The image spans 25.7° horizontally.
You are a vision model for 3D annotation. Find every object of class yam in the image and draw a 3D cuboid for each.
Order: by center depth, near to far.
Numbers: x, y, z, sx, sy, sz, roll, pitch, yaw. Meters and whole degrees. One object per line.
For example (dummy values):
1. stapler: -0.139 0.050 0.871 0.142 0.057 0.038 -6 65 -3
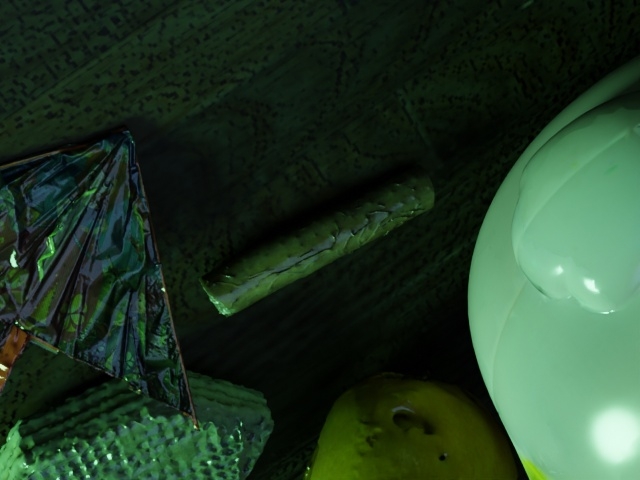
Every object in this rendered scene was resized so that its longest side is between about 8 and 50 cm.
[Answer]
1. yam: 0.000 0.000 0.810 0.145 0.032 0.032 -28 127 -7

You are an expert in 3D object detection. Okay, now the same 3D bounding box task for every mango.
1. mango: 0.038 0.200 0.876 0.156 0.151 0.249 -15 130 -57

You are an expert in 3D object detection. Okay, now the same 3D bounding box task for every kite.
1. kite: -0.142 0.026 0.751 0.232 0.009 0.189 29 95 -23

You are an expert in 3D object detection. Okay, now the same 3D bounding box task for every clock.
1. clock: 0.279 0.008 0.801 0.376 0.250 0.368 -45 126 16

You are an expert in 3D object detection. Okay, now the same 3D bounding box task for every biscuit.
1. biscuit: -0.142 0.181 0.851 0.147 0.046 0.250 21 110 -32
